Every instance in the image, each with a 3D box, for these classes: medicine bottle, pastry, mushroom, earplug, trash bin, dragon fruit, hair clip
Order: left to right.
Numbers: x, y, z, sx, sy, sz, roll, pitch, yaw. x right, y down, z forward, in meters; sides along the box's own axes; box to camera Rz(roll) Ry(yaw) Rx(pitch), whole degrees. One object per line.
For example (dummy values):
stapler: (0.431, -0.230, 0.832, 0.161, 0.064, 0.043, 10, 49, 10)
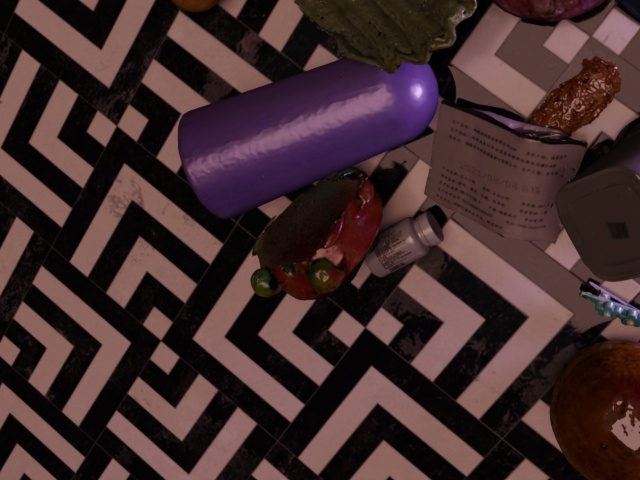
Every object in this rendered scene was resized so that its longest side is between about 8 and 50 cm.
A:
earplug: (-0.011, -0.202, 1.348, 0.455, 0.215, 0.215, -18, 95, 19)
dragon fruit: (0.000, 0.000, 1.368, 0.295, 0.268, 0.130, -47, 122, -5)
medicine bottle: (0.150, 0.005, 1.394, 0.140, 0.079, 0.079, -30, 90, 22)
pastry: (0.421, -0.228, 1.255, 0.087, 0.063, 0.169, 47, 113, 8)
hair clip: (0.528, 0.126, 1.307, 0.172, 0.049, 0.049, 25, 109, 12)
mushroom: (0.528, 0.311, 1.262, 0.263, 0.195, 0.283, -38, 87, 17)
trash bin: (0.508, -0.071, 1.134, 0.220, 0.250, 0.219, 60, 150, 0)

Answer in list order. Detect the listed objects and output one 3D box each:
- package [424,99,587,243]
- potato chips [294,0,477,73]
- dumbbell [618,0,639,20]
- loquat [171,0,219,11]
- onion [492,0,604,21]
package: (0.302, -0.113, 1.292, 0.250, 0.062, 0.204, 20, 127, 19)
potato chips: (0.110, -0.472, 1.215, 0.358, 0.070, 0.429, -53, 51, 24)
dumbbell: (0.602, -0.322, 1.126, 0.325, 0.144, 0.160, 46, 114, 6)
loquat: (-0.234, -0.491, 1.402, 0.141, 0.141, 0.141, 4, 103, 19)
onion: (0.318, -0.440, 1.134, 0.227, 0.120, 0.283, 1, 144, 36)
